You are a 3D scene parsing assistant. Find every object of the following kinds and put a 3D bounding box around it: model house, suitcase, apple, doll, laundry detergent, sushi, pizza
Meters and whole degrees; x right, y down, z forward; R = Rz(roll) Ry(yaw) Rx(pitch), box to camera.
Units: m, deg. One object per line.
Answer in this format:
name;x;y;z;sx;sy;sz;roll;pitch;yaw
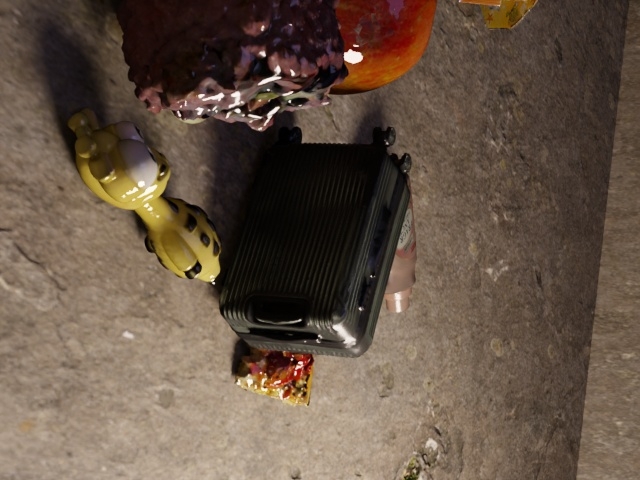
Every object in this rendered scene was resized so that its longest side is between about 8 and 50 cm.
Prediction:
model house;0.304;-0.500;2.334;0.136;0.207;0.219;-2;108;-28
suitcase;0.000;0.000;1.653;0.128;0.202;0.312;54;45;-52
apple;0.051;-0.309;1.602;0.163;0.251;0.293;-122;-146;-52
doll;-0.190;-0.046;1.396;0.291;0.086;0.117;54;6;-50
laundry detergent;0.097;0.021;2.005;0.171;0.076;0.237;-43;132;-54
sushi;-0.095;-0.216;1.410;0.270;0.236;0.171;-3;72;-64
pizza;-0.052;0.169;1.736;0.193;0.053;0.201;-45;132;-54
